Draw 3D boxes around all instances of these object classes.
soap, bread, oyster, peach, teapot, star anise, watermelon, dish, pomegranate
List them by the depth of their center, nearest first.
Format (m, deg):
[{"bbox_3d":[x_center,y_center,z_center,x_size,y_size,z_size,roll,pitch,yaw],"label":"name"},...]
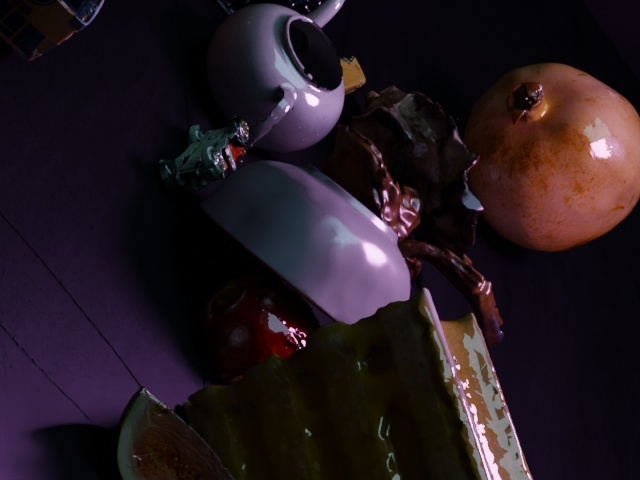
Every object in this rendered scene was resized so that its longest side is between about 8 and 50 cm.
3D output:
[{"bbox_3d":[-0.143,0.211,1.443,0.163,0.087,0.069,50,57,-18],"label":"watermelon"},{"bbox_3d":[0.048,0.249,1.491,0.156,0.293,0.335,27,39,-54],"label":"soap"},{"bbox_3d":[-0.048,0.105,1.707,0.172,0.092,0.127,37,30,-36],"label":"peach"},{"bbox_3d":[0.000,0.000,1.761,0.256,0.117,0.256,39,1,0],"label":"dish"},{"bbox_3d":[-0.049,-0.207,1.993,0.193,0.129,0.294,47,34,-20],"label":"teapot"},{"bbox_3d":[0.102,0.014,2.032,0.346,0.148,0.237,47,28,-4],"label":"star anise"},{"bbox_3d":[0.130,-0.108,2.193,0.096,0.221,0.361,-6,52,-23],"label":"oyster"},{"bbox_3d":[-0.002,-0.234,2.223,0.088,0.049,0.226,59,24,-2],"label":"bread"},{"bbox_3d":[0.365,-0.137,2.530,0.319,0.319,0.319,43,29,-32],"label":"pomegranate"}]

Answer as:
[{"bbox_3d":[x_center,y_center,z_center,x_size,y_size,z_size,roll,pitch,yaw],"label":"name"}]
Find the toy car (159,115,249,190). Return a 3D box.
[{"bbox_3d":[-0.127,-0.094,1.807,0.143,0.073,0.054,-62,136,-63],"label":"toy car"}]

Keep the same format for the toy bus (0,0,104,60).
[{"bbox_3d":[-0.315,-0.270,1.605,0.182,0.103,0.091,44,28,-18],"label":"toy bus"}]

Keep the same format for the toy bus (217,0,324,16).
[{"bbox_3d":[0.000,-0.387,2.138,0.133,0.271,0.165,50,22,-20],"label":"toy bus"}]
